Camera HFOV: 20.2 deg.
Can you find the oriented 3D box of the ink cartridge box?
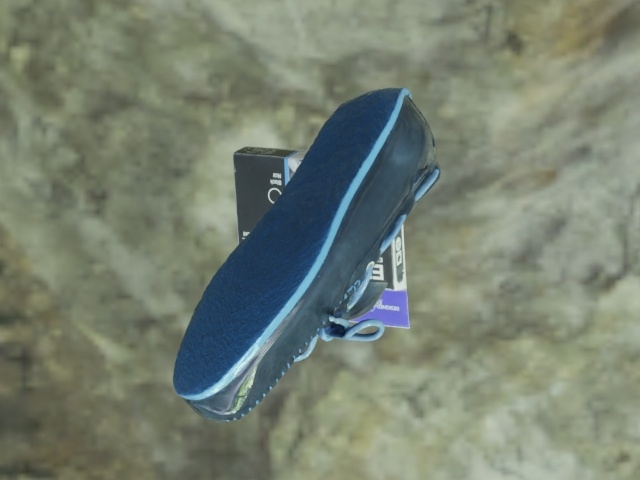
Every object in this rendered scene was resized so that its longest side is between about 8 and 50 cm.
[{"bbox_3d":[0.000,0.000,2.066,0.206,0.045,0.208,5,-71,28],"label":"ink cartridge box"}]

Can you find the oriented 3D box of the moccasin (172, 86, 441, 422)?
[{"bbox_3d":[0.013,0.023,1.485,0.138,0.117,0.342,5,-128,50],"label":"moccasin"}]
